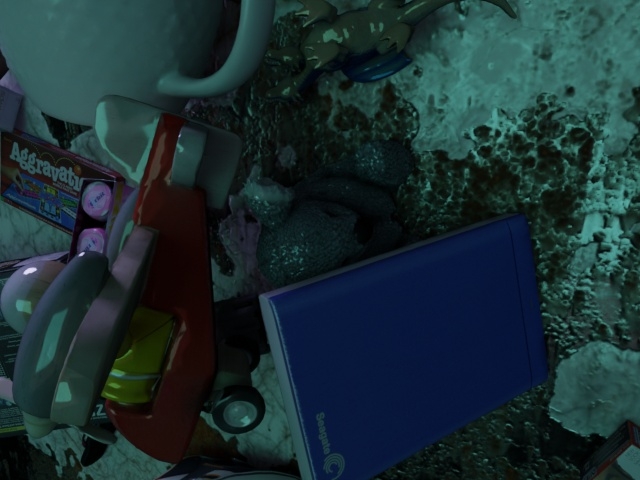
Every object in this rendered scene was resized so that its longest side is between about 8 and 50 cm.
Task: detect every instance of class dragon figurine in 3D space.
[{"bbox_3d":[0.056,-0.233,0.571,0.289,0.144,0.085,-16,96,9],"label":"dragon figurine"}]

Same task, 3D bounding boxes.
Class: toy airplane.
[{"bbox_3d":[-0.211,0.035,0.552,0.273,0.386,0.384,-5,64,-8],"label":"toy airplane"}]

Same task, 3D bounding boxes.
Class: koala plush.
[{"bbox_3d":[0.000,0.000,0.587,0.204,0.221,0.196,-10,100,28],"label":"koala plush"}]

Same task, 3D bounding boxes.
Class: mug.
[{"bbox_3d":[-0.210,-0.297,0.570,0.374,0.276,0.327,23,117,24],"label":"mug"}]

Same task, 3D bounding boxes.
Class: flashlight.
[{"bbox_3d":[-0.231,0.170,0.761,0.304,0.103,0.103,-12,62,1],"label":"flashlight"}]

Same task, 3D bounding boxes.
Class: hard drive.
[{"bbox_3d":[0.109,0.110,0.533,0.040,0.319,0.210,8,113,63],"label":"hard drive"}]

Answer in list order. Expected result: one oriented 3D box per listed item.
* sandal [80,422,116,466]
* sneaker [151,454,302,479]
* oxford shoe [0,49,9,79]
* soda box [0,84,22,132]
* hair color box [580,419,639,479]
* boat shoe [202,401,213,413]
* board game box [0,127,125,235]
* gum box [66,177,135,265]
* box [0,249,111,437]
[{"bbox_3d":[-0.453,0.392,1.008,0.040,0.067,0.179,45,121,21],"label":"sandal"},{"bbox_3d":[-0.174,0.433,0.861,0.321,0.127,0.126,-10,107,3],"label":"sneaker"},{"bbox_3d":[-0.625,-0.407,0.816,0.363,0.130,0.132,52,123,14],"label":"oxford shoe"},{"bbox_3d":[-0.649,-0.247,0.904,0.216,0.069,0.073,9,84,23],"label":"soda box"},{"bbox_3d":[0.404,0.301,0.575,0.167,0.053,0.093,34,117,15],"label":"hair color box"},{"bbox_3d":[-0.181,0.280,0.858,0.133,0.042,0.048,18,109,19],"label":"boat shoe"},{"bbox_3d":[-0.471,-0.093,0.898,0.281,0.027,0.145,22,112,19],"label":"board game box"},{"bbox_3d":[-0.321,0.011,0.769,0.062,0.107,0.188,5,83,17],"label":"gum box"},{"bbox_3d":[-0.584,0.201,0.908,0.395,0.097,0.318,-10,104,5],"label":"box"}]
